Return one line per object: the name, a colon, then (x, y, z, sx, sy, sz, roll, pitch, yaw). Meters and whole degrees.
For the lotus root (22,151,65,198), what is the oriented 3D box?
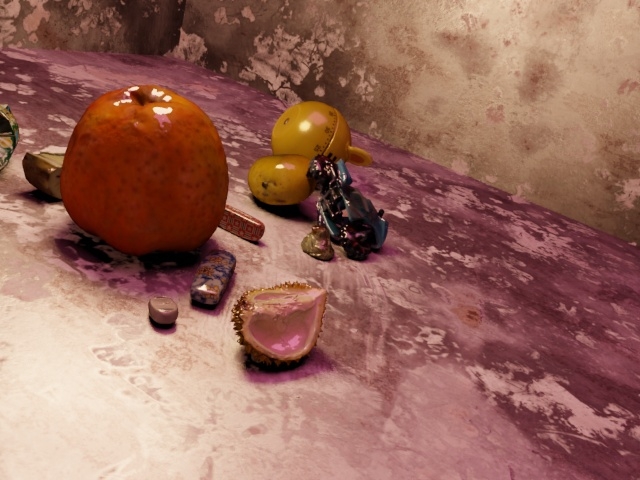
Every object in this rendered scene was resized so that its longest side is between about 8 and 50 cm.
lotus root: (-0.770, -0.203, 1.844, 0.119, 0.138, 0.235, 33, 27, 23)

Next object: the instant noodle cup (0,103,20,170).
instant noodle cup: (-1.032, -0.323, 1.855, 0.240, 0.240, 0.178, 9, 14, -17)

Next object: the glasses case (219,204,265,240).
glasses case: (-0.260, -0.058, 1.932, 0.194, 0.073, 0.049, 26, 25, 20)

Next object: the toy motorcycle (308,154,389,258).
toy motorcycle: (0.102, -0.115, 2.119, 0.232, 0.172, 0.416, 1, 56, -44)

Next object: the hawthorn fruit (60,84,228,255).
hawthorn fruit: (-0.465, -0.196, 1.660, 0.471, 0.472, 0.472, 14, 23, -6)

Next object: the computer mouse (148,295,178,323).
computer mouse: (-0.364, 0.164, 1.404, 0.066, 0.039, 0.096, 4, 18, -29)

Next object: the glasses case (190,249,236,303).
glasses case: (-0.278, 0.090, 1.592, 0.087, 0.065, 0.248, 17, 24, -2)

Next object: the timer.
timer: (-0.007, -0.389, 2.564, 0.387, 0.376, 0.376, 33, 13, -30)

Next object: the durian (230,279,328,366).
durian: (-0.106, 0.193, 1.403, 0.249, 0.183, 0.138, -11, -1, -42)

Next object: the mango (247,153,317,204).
mango: (-0.144, -0.240, 2.249, 0.253, 0.182, 0.365, -6, 19, -7)

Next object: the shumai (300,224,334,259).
shumai: (0.001, 0.000, 1.958, 0.123, 0.087, 0.099, 32, 26, 29)
